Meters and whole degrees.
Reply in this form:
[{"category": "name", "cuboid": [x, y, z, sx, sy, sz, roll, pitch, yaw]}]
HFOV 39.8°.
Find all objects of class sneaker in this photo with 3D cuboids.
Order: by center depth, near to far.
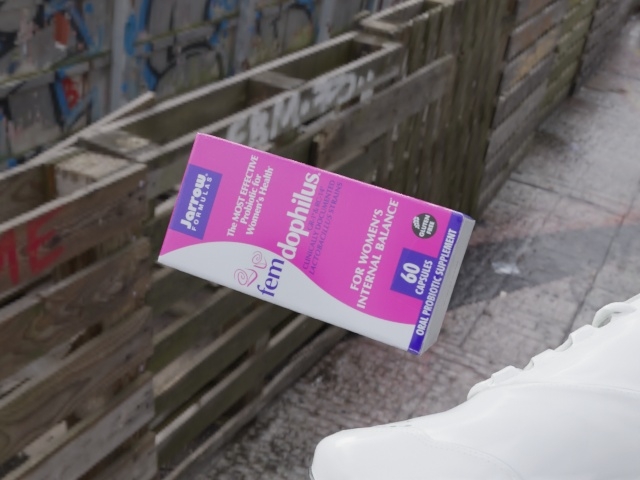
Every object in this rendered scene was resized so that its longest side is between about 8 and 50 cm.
[{"category": "sneaker", "cuboid": [0.141, 0.092, 0.422, 0.297, 0.111, 0.129, -6, 60, 6]}]

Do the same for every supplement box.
[{"category": "supplement box", "cuboid": [0.000, 0.000, 0.714, 0.220, 0.111, 0.114, 18, 4, 13]}]
